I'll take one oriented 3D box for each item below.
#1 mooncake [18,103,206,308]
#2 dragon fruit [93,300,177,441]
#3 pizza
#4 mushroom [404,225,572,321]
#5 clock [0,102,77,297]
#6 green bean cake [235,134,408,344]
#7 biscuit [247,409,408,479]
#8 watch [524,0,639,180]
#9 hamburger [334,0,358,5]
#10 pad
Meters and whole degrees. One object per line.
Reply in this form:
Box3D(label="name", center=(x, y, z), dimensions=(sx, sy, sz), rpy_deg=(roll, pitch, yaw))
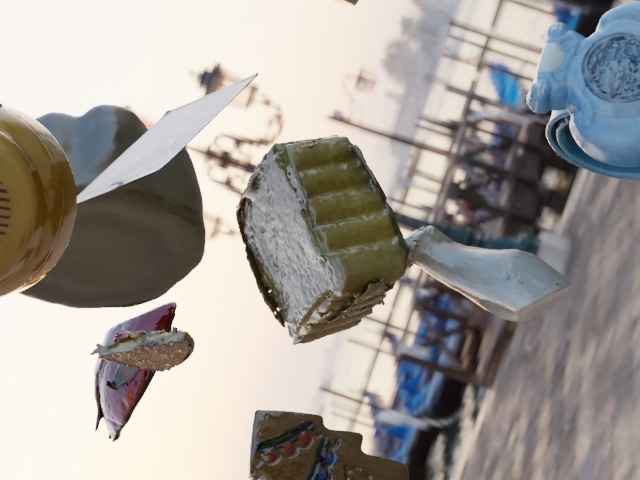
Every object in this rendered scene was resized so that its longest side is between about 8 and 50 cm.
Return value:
Box3D(label="mooncake", center=(-0.381, -0.051, 2.121), dimensions=(0.378, 0.378, 0.201), rpy_deg=(105, 161, -53))
Box3D(label="dragon fruit", center=(-0.378, 0.243, 2.423), dimensions=(0.343, 0.100, 0.282), rpy_deg=(152, 135, -67))
Box3D(label="pizza", center=(-0.159, 0.101, 1.246), dimensions=(0.099, 0.100, 0.029), rpy_deg=(-25, 62, 41))
Box3D(label="mushroom", center=(0.209, 0.038, 1.627), dimensions=(0.116, 0.225, 0.093), rpy_deg=(7, -71, -62))
Box3D(label="clock", center=(-0.438, -0.048, 1.392), dimensions=(0.200, 0.317, 0.244), rpy_deg=(-42, -37, -80))
Box3D(label="green bean cake", center=(0.000, 0.000, 1.628), dimensions=(0.230, 0.131, 0.224), rpy_deg=(65, 150, 17))
Box3D(label="biscuit", center=(-0.012, 0.397, 2.059), dimensions=(0.278, 0.301, 0.043), rpy_deg=(-41, -7, -27))
Box3D(label="watch", center=(0.348, -0.157, 1.492), dimensions=(0.193, 0.211, 0.211), rpy_deg=(64, -138, -62))
Box3D(label="hamburger", center=(0.011, -0.390, 1.796), dimensions=(0.081, 0.126, 0.141), rpy_deg=(-67, -21, 7))
Box3D(label="pad", center=(-0.190, -0.122, 1.525), dimensions=(0.170, 0.006, 0.245), rpy_deg=(-18, 23, 38))
